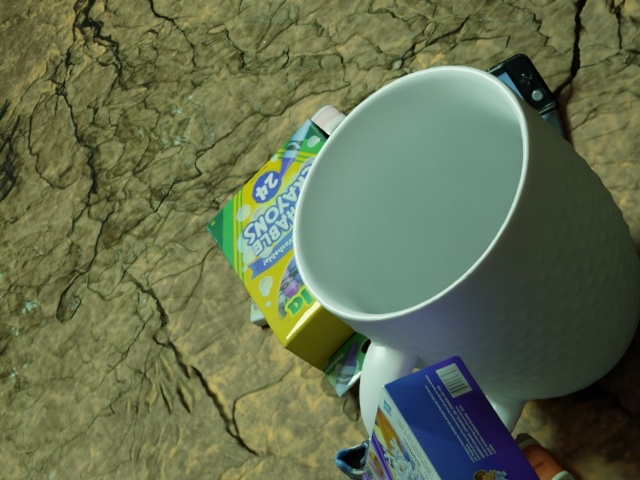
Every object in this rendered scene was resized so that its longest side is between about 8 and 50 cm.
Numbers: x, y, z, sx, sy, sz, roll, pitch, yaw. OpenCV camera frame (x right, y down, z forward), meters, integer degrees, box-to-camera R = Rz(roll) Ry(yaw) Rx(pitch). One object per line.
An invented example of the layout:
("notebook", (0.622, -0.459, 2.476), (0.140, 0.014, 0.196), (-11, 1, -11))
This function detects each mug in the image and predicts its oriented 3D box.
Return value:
("mug", (0.160, 0.064, 1.393), (0.276, 0.328, 0.374), (9, 71, 45))

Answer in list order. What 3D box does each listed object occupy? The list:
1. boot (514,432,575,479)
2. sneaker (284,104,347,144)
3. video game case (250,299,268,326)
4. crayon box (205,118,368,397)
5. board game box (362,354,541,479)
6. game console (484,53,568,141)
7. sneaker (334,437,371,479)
("boot", (0.196, 0.284, 1.421), (0.158, 0.059, 0.085), (-53, 47, -1))
("sneaker", (-0.006, -0.123, 1.868), (0.134, 0.051, 0.070), (-51, 37, -3))
("video game case", (0.000, 0.000, 1.804), (0.212, 0.023, 0.193), (-20, 52, 31))
("crayon box", (0.003, 0.014, 1.714), (0.203, 0.083, 0.323), (-46, 44, 8))
("board game box", (0.154, 0.304, 1.156), (0.078, 0.233, 0.347), (-20, 56, -20))
("game console", (0.214, -0.134, 1.659), (0.144, 0.124, 0.085), (-27, 22, 26))
("sneaker", (0.074, 0.248, 1.549), (0.135, 0.058, 0.052), (-18, 53, 32))
